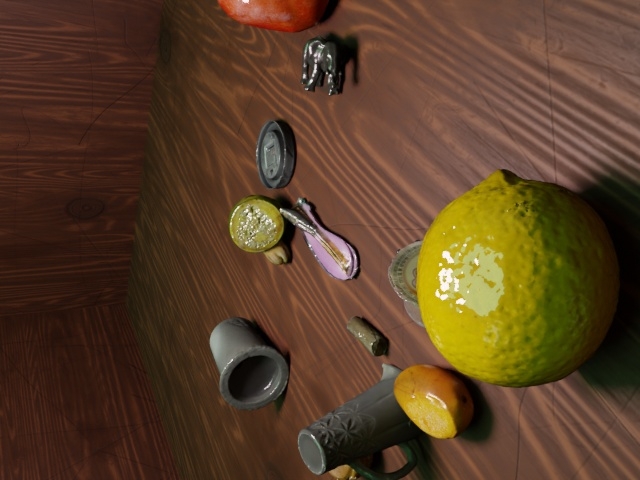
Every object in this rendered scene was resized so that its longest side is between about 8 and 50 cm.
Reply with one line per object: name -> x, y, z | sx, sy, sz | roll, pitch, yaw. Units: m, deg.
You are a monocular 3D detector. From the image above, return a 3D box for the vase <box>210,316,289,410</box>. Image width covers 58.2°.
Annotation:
vase -> -0.264, 0.411, 2.006 | 0.291, 0.244, 0.245 | -139, 53, -61

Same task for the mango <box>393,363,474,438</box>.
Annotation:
mango -> 0.242, 0.341, 1.251 | 0.217, 0.102, 0.141 | 6, 108, 55

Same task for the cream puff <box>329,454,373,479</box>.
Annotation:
cream puff -> 0.077, 0.556, 1.532 | 0.150, 0.115, 0.165 | 27, 107, 48

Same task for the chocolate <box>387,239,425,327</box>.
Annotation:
chocolate -> 0.249, 0.108, 1.184 | 0.221, 0.221, 0.147 | 50, 161, 45

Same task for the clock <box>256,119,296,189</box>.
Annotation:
clock -> -0.148, -0.281, 1.895 | 0.226, 0.048, 0.226 | 13, 105, 59

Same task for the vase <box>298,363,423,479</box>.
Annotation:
vase -> 0.102, 0.440, 1.326 | 0.251, 0.300, 0.156 | 63, 143, 19

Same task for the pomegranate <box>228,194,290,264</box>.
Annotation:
pomegranate -> -0.177, -0.047, 1.881 | 0.190, 0.240, 0.159 | -60, 3, 11

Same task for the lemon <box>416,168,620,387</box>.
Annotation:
lemon -> 0.310, 0.066, 0.924 | 0.336, 0.335, 0.336 | 9, 100, 58

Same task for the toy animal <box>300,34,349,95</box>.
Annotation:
toy animal -> 0.001, -0.476, 1.561 | 0.245, 0.114, 0.146 | 44, 130, 48

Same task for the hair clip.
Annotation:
hair clip -> -0.001, 0.002, 1.670 | 0.110, 0.095, 0.359 | -48, 53, 5

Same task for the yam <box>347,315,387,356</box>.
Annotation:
yam -> 0.119, 0.246, 1.493 | 0.132, 0.054, 0.054 | 39, 125, 52

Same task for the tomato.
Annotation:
tomato -> -0.126, -0.717, 1.562 | 0.290, 0.324, 0.293 | -96, 6, -65
